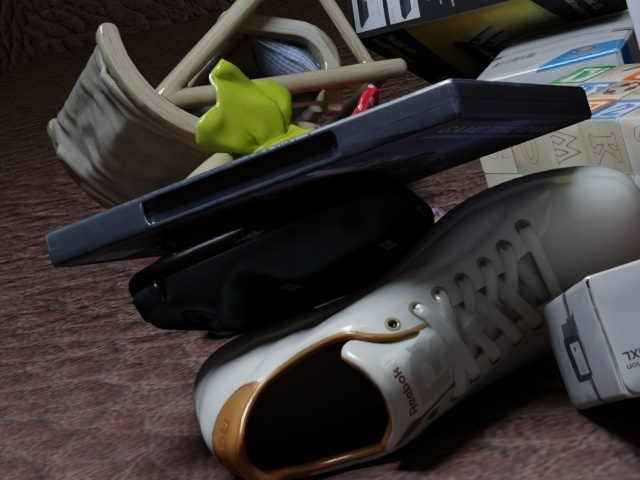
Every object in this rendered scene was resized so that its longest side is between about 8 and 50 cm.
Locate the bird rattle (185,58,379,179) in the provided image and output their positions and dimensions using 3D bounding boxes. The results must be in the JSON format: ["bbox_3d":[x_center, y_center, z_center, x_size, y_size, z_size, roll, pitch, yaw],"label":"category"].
[{"bbox_3d":[-0.041,-0.059,1.434,0.207,0.143,0.253,-38,-12,20],"label":"bird rattle"}]

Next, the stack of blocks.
[{"bbox_3d":[0.272,-0.079,1.234,0.171,0.087,0.297,-26,16,-30],"label":"stack of blocks"}]

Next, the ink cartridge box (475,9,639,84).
[{"bbox_3d":[0.231,-0.146,1.562,0.140,0.082,0.191,-12,13,21],"label":"ink cartridge box"}]

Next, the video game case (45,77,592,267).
[{"bbox_3d":[0.002,-0.039,0.998,0.274,0.026,0.196,-20,-6,28],"label":"video game case"}]

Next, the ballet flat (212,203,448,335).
[{"bbox_3d":[0.000,0.000,1.283,0.221,0.079,0.077,-21,26,-14],"label":"ballet flat"}]

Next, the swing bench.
[{"bbox_3d":[-0.099,-0.132,1.593,0.255,0.165,0.253,-30,-4,-24],"label":"swing bench"}]

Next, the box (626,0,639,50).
[{"bbox_3d":[0.349,-0.224,1.406,0.127,0.231,0.262,-9,15,32],"label":"box"}]

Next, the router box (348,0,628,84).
[{"bbox_3d":[0.194,-0.235,1.712,0.243,0.081,0.309,-12,-10,23],"label":"router box"}]

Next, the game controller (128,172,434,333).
[{"bbox_3d":[-0.013,0.010,1.082,0.166,0.067,0.319,-32,-7,6],"label":"game controller"}]

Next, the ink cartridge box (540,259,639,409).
[{"bbox_3d":[0.180,0.038,0.849,0.109,0.063,0.150,-18,-7,-3],"label":"ink cartridge box"}]

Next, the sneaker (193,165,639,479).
[{"bbox_3d":[0.071,0.059,0.946,0.290,0.106,0.123,-30,17,-3],"label":"sneaker"}]
